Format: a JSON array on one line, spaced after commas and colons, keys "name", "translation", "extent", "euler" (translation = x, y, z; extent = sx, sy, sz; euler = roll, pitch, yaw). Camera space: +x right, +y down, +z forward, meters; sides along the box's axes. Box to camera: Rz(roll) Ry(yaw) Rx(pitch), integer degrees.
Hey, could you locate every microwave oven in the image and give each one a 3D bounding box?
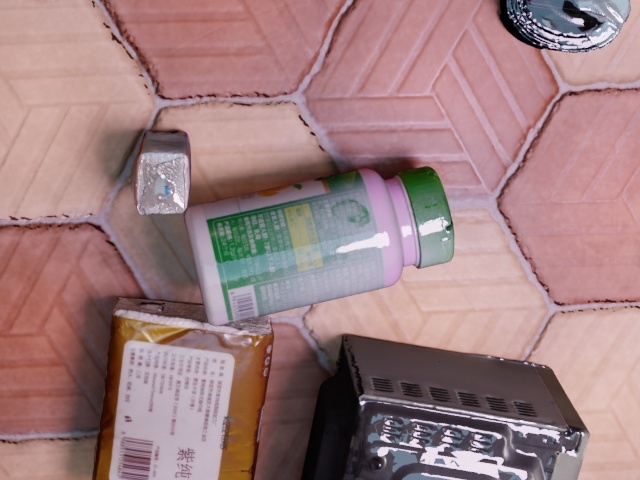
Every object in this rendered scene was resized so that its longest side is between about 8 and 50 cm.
[{"name": "microwave oven", "translation": [0.118, 0.318, 1.548], "extent": [0.286, 0.218, 0.355], "euler": [10, 105, -7]}]

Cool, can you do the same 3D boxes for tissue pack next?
[{"name": "tissue pack", "translation": [-0.166, -0.072, 1.481], "extent": [0.058, 0.094, 0.074], "euler": [3, 107, -5]}, {"name": "tissue pack", "translation": [-0.154, 0.183, 1.559], "extent": [0.183, 0.092, 0.226], "euler": [7, 105, -5]}]

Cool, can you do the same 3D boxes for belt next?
[{"name": "belt", "translation": [0.256, -0.250, 1.474], "extent": [0.140, 0.058, 0.105], "euler": [13, 99, -3]}]

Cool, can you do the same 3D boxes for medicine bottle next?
[{"name": "medicine bottle", "translation": [0.000, 0.000, 1.487], "extent": [0.274, 0.133, 0.133], "euler": [-12, 107, -5]}]
